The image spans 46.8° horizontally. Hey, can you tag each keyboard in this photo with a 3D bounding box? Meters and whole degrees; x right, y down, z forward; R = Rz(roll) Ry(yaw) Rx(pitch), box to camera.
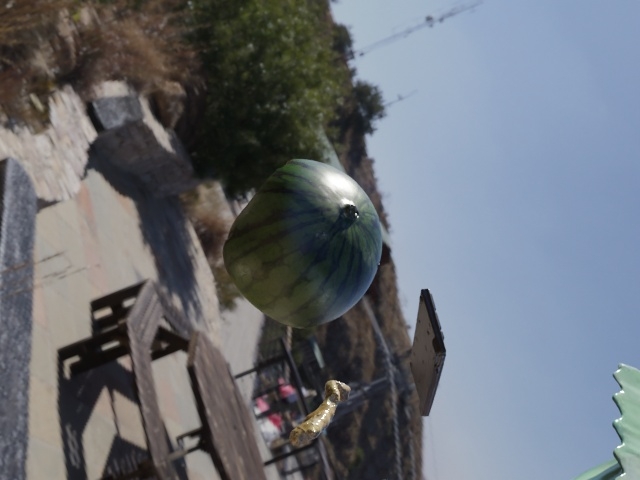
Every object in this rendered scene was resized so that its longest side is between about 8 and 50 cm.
[{"bbox_3d":[0.154,0.175,1.073,0.310,0.018,0.101,83,-3,-61],"label":"keyboard"}]

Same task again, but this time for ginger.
[{"bbox_3d":[0.003,0.425,1.828,0.075,0.089,0.288,52,27,-1],"label":"ginger"}]

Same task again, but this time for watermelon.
[{"bbox_3d":[0.000,0.000,1.377,0.189,0.330,0.331,-20,-87,59],"label":"watermelon"}]

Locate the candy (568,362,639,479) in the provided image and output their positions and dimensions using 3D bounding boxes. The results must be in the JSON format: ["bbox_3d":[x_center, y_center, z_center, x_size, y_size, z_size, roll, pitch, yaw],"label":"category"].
[{"bbox_3d":[0.179,0.326,0.551,0.172,0.398,0.263,28,29,6],"label":"candy"}]
